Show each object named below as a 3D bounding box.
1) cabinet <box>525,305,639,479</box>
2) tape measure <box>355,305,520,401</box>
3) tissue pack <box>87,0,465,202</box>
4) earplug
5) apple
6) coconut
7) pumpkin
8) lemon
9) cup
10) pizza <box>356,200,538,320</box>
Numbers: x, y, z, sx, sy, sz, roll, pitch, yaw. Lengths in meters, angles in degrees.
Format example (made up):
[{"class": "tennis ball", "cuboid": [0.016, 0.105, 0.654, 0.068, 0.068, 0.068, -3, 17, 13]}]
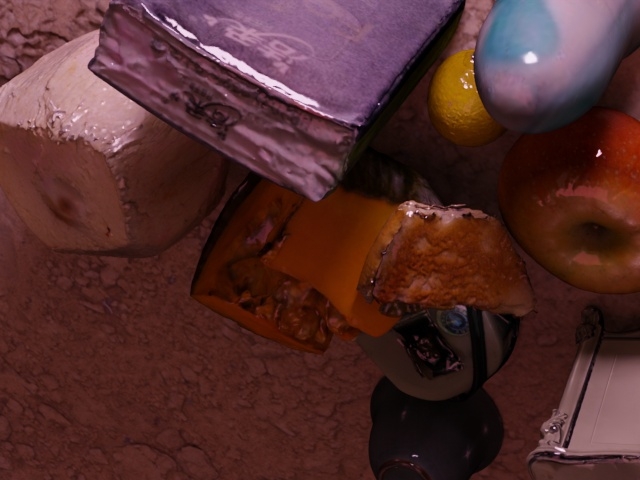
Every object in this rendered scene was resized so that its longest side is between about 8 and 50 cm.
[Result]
[{"class": "cabinet", "cuboid": [0.410, 0.278, 1.621, 0.228, 0.318, 0.289, -2, 119, 24]}, {"class": "tape measure", "cuboid": [0.169, 0.107, 1.751, 0.235, 0.115, 0.207, -34, 100, 36]}, {"class": "tissue pack", "cuboid": [-0.030, -0.227, 1.454, 0.288, 0.394, 0.124, 29, 127, 7]}, {"class": "earplug", "cuboid": [0.241, -0.203, 1.390, 0.185, 0.324, 0.185, 11, 124, 17]}, {"class": "apple", "cuboid": [0.324, -0.050, 1.549, 0.210, 0.173, 0.235, -19, 121, 33]}, {"class": "coconut", "cuboid": [-0.255, -0.125, 1.708, 0.297, 0.254, 0.297, 27, 140, 26]}, {"class": "pumpkin", "cuboid": [0.000, 0.000, 1.671, 0.225, 0.256, 0.303, 37, 152, -22]}, {"class": "lemon", "cuboid": [0.180, -0.170, 1.575, 0.109, 0.109, 0.133, 13, 139, 17]}, {"class": "cup", "cuboid": [0.140, 0.293, 1.856, 0.199, 0.150, 0.199, 11, 123, 18]}, {"class": "pizza", "cuboid": [0.155, 0.022, 1.558, 0.226, 0.069, 0.147, 0, 115, -16]}]
